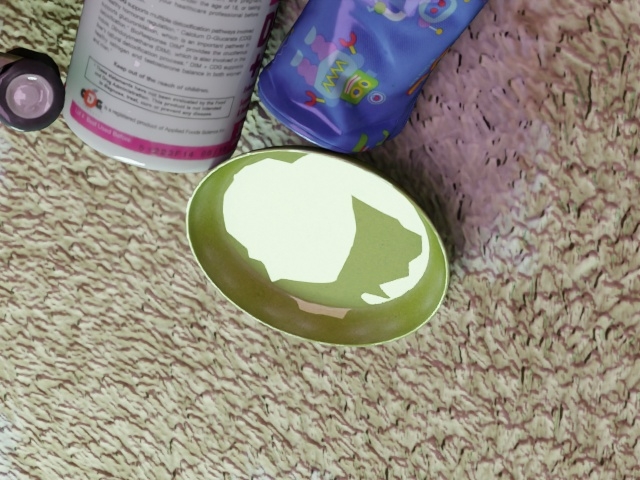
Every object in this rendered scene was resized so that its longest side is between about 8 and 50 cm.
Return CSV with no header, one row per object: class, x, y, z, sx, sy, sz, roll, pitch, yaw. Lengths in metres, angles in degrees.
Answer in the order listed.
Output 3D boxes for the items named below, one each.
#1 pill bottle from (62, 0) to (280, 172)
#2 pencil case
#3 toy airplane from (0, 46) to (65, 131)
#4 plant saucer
pill bottle,-0.112,-0.214,1.260,0.160,0.160,0.283,26,119,13
pencil case,0.075,-0.203,1.206,0.133,0.119,0.306,36,120,-2
toy airplane,-0.367,-0.256,1.195,0.272,0.384,0.386,-10,149,-9
plant saucer,0.000,0.000,1.327,0.241,0.037,0.241,12,137,11
